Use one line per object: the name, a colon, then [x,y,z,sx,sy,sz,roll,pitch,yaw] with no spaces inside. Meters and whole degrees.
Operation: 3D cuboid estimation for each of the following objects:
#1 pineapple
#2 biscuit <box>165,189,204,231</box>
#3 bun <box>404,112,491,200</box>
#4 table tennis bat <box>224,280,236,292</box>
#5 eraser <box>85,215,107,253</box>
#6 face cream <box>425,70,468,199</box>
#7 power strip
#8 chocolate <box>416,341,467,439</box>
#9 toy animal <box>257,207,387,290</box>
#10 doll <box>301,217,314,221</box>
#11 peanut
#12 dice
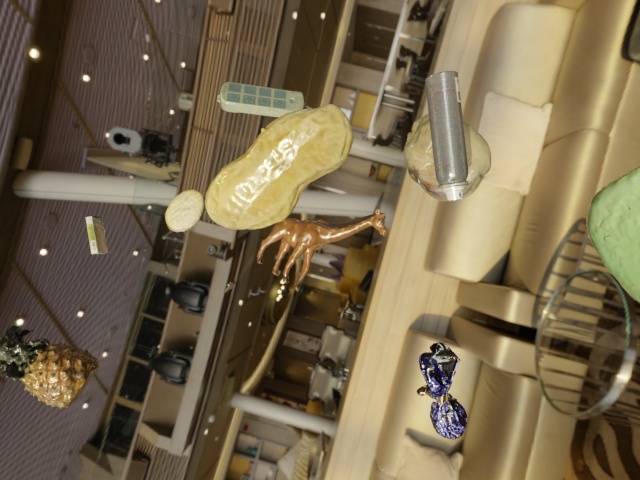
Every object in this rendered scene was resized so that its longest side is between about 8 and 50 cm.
pineapple: [-0.603,0.248,0.860,0.128,0.248,0.128,-56,12,18]
biscuit: [-0.429,-0.095,1.304,0.020,0.152,0.152,48,-127,-58]
bun: [0.375,-0.235,1.263,0.205,0.281,0.281,-51,-4,-1]
table tennis bat: [-0.286,0.144,1.312,0.050,0.007,0.083,-46,-4,-18]
eraser: [-0.500,-0.012,0.924,0.038,0.019,0.083,12,-114,-82]
face cream: [0.290,-0.234,0.943,0.073,0.073,0.284,-47,-50,-84]
power strip: [-0.128,-0.328,0.975,0.029,0.226,0.080,108,163,-53]
chocolate: [0.369,0.458,1.277,0.126,0.148,0.344,-60,-42,-54]
toy animal: [0.000,0.000,0.856,0.230,0.224,0.066,-57,-26,-3]
doll: [-0.072,-0.027,1.295,0.078,0.113,0.077,-107,9,-64]
peanut: [-0.078,-0.128,0.756,0.313,0.149,0.149,-40,6,14]
dice: [0.796,-0.043,0.828,0.318,0.330,0.323,117,132,-66]
